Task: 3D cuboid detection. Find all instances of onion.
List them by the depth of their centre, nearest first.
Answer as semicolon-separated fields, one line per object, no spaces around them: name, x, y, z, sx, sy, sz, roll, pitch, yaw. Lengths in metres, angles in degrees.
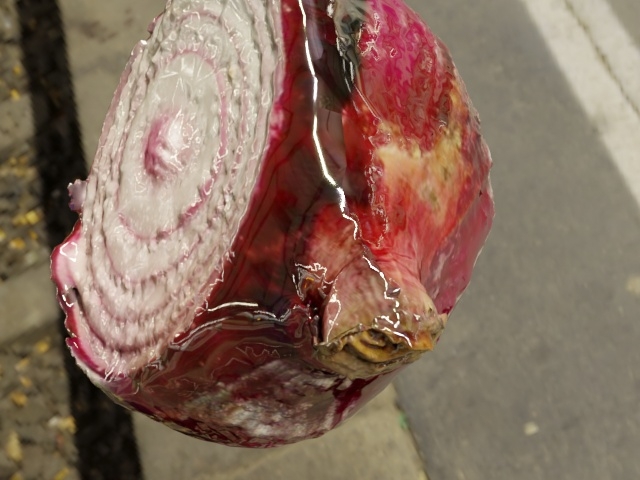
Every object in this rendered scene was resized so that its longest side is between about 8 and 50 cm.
onion;0.000;0.000;0.553;0.195;0.140;0.218;-60;34;4
